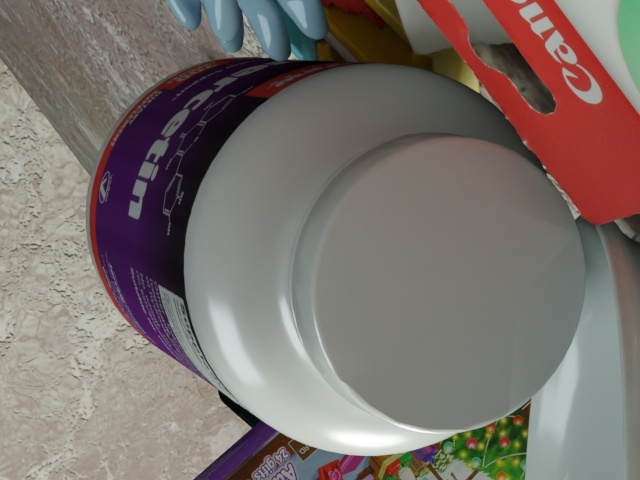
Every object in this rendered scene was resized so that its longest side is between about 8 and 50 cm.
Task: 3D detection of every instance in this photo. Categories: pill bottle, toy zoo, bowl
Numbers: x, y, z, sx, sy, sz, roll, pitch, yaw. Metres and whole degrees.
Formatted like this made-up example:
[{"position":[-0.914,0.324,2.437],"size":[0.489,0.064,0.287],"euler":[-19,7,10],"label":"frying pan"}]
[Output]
[{"position":[0.000,0.000,0.831],"size":[0.181,0.181,0.323],"euler":[53,168,-17],"label":"pill bottle"},{"position":[0.000,-0.140,0.923],"size":[0.293,0.030,0.192],"euler":[47,169,14],"label":"toy zoo"},{"position":[0.171,0.139,0.740],"size":[0.298,0.134,0.297],"euler":[4,-90,-89],"label":"bowl"}]

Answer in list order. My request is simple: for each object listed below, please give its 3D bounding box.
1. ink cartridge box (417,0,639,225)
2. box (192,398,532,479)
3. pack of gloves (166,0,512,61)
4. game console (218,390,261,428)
[{"position":[0.093,-0.077,0.562],"size":[0.181,0.056,0.225],"euler":[52,152,-10],"label":"ink cartridge box"},{"position":[0.052,0.173,1.067],"size":[0.201,0.293,0.057],"euler":[52,166,-10],"label":"box"},{"position":[-0.016,-0.145,0.670],"size":[0.195,0.046,0.232],"euler":[2,142,28],"label":"pack of gloves"},{"position":[-0.029,0.031,1.278],"size":[0.173,0.250,0.293],"euler":[26,-178,-28],"label":"game console"}]
